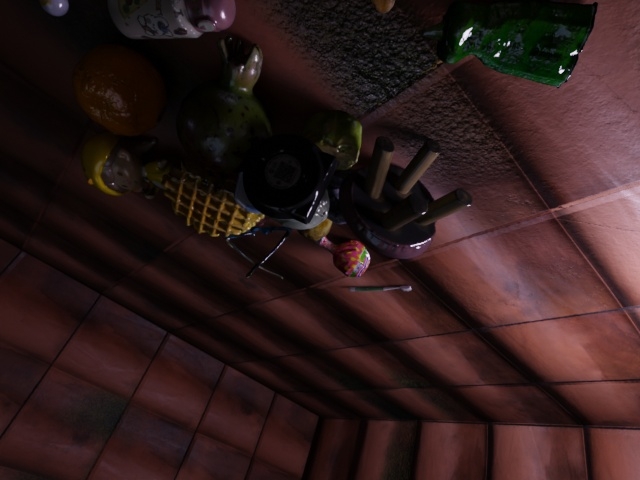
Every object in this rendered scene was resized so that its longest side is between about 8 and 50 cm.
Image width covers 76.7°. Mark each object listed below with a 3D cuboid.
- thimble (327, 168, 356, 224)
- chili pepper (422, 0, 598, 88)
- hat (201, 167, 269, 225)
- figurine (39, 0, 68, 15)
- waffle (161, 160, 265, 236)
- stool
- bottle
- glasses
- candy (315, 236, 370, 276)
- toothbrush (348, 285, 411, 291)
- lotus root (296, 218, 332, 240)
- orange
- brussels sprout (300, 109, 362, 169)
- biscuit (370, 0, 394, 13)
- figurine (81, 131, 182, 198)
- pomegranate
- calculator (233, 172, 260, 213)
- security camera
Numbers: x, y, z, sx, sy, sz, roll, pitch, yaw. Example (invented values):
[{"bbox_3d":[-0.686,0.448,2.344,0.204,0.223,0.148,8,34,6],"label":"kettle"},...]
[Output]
[{"bbox_3d":[0.067,-0.123,1.114,0.150,0.097,0.150,18,120,34],"label":"thimble"},{"bbox_3d":[0.317,-0.359,0.717,0.270,0.099,0.136,11,153,5],"label":"chili pepper"},{"bbox_3d":[-0.266,-0.141,1.286,0.286,0.107,0.236,37,140,-26],"label":"hat"},{"bbox_3d":[-0.461,-0.551,0.744,0.382,0.261,0.186,19,-174,15],"label":"figurine"},{"bbox_3d":[-0.323,-0.117,1.200,0.309,0.065,0.283,-12,129,20],"label":"waffle"},{"bbox_3d":[0.198,-0.108,0.965,0.272,0.272,0.178,27,141,-10],"label":"stool"},{"bbox_3d":[-0.299,-0.482,0.837,0.253,0.120,0.120,8,143,16],"label":"bottle"},{"bbox_3d":[-0.188,0.030,1.348,0.239,0.207,0.102,-11,158,-32],"label":"glasses"},{"bbox_3d":[0.000,0.000,1.370,0.365,0.124,0.124,31,145,3],"label":"candy"},{"bbox_3d":[0.225,0.186,1.558,0.257,0.018,0.024,-5,144,30],"label":"toothbrush"},{"bbox_3d":[-0.024,-0.071,1.237,0.138,0.138,0.214,7,138,18],"label":"lotus root"},{"bbox_3d":[-0.497,-0.376,1.017,0.219,0.193,0.219,4,153,2],"label":"orange"},{"bbox_3d":[0.032,-0.251,0.985,0.151,0.122,0.149,25,170,-4],"label":"brussels sprout"},{"bbox_3d":[0.061,-0.507,0.691,0.208,0.047,0.164,25,144,-6],"label":"biscuit"},{"bbox_3d":[-0.571,-0.216,1.283,0.343,0.187,0.215,16,136,-5],"label":"figurine"},{"bbox_3d":[-0.223,-0.317,0.976,0.242,0.242,0.306,13,100,10],"label":"pomegranate"},{"bbox_3d":[-0.167,-0.180,1.125,0.121,0.210,0.039,14,178,-21],"label":"calculator"},{"bbox_3d":[-0.069,-0.123,1.002,0.191,0.197,0.277,22,171,10],"label":"security camera"}]
